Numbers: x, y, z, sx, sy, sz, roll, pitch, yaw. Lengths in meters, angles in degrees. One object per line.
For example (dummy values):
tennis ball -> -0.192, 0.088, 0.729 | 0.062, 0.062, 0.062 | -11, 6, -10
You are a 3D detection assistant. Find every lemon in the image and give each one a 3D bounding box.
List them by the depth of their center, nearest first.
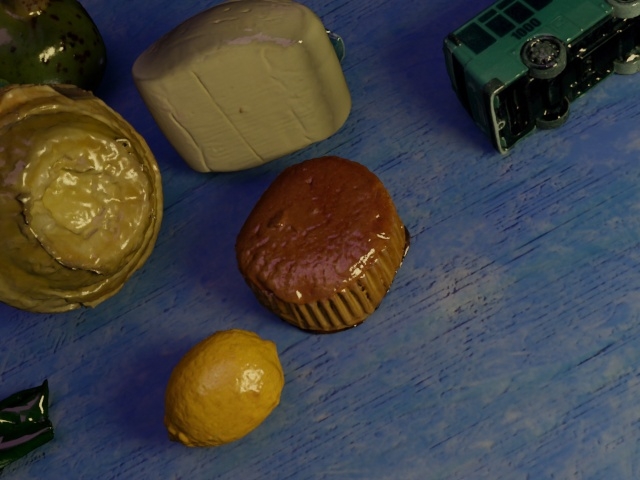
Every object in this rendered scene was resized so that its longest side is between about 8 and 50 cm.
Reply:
lemon -> -0.107, 0.162, 1.021 | 0.155, 0.114, 0.114 | -39, 56, 3

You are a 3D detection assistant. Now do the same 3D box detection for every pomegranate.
pomegranate -> -0.401, -0.287, 1.305 | 0.202, 0.248, 0.202 | 6, 47, -7

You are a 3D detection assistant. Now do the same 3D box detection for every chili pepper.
chili pepper -> -0.401, 0.250, 1.103 | 0.224, 0.061, 0.098 | -42, 50, -5

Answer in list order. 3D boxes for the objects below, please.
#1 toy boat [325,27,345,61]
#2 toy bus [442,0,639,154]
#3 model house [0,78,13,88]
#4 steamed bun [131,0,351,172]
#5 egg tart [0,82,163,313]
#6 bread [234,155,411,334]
toy boat -> -0.027, -0.275, 1.278 | 0.137, 0.060, 0.061 | 18, 44, 28
toy bus -> 0.271, -0.235, 1.109 | 0.256, 0.128, 0.147 | -35, 54, -5
model house -> -0.491, -0.093, 1.197 | 0.237, 0.303, 0.215 | -6, 66, 15
steamed bun -> -0.095, -0.205, 1.174 | 0.250, 0.200, 0.155 | -14, 44, 17
egg tart -> -0.297, -0.052, 1.102 | 0.115, 0.290, 0.290 | 0, 59, 47
bread -> -0.001, 0.000, 1.081 | 0.199, 0.104, 0.199 | -7, 60, 13
